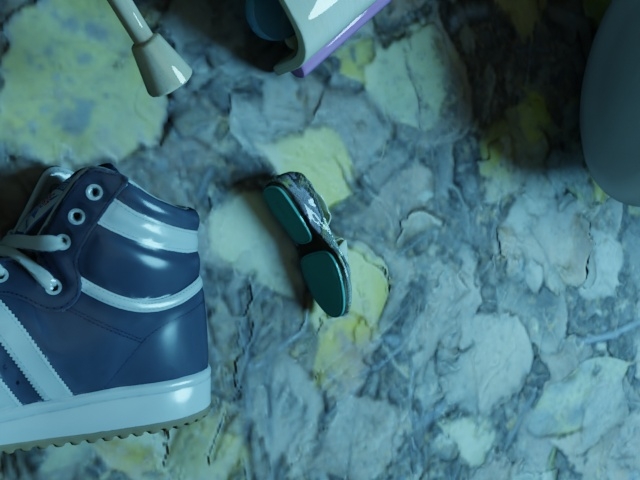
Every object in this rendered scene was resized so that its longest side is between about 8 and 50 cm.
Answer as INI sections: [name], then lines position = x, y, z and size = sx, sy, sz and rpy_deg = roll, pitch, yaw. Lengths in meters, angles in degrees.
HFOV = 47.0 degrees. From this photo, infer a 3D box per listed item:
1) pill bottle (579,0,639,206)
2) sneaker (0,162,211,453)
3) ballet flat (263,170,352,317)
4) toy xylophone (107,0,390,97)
[pill bottle]
position = 0.428, -0.114, 0.610
size = 0.362, 0.210, 0.210
rpy_deg = 5, 88, -7
[sneaker]
position = -0.186, 0.032, 0.384
size = 0.282, 0.099, 0.153
rpy_deg = 0, 96, -37
[ballet flat]
position = 0.000, 0.000, 0.529
size = 0.041, 0.041, 0.114
rpy_deg = -35, 108, -25
[toy xylophone]
position = -0.064, -0.232, 0.419
size = 0.236, 0.081, 0.323
rpy_deg = -37, 122, -19
